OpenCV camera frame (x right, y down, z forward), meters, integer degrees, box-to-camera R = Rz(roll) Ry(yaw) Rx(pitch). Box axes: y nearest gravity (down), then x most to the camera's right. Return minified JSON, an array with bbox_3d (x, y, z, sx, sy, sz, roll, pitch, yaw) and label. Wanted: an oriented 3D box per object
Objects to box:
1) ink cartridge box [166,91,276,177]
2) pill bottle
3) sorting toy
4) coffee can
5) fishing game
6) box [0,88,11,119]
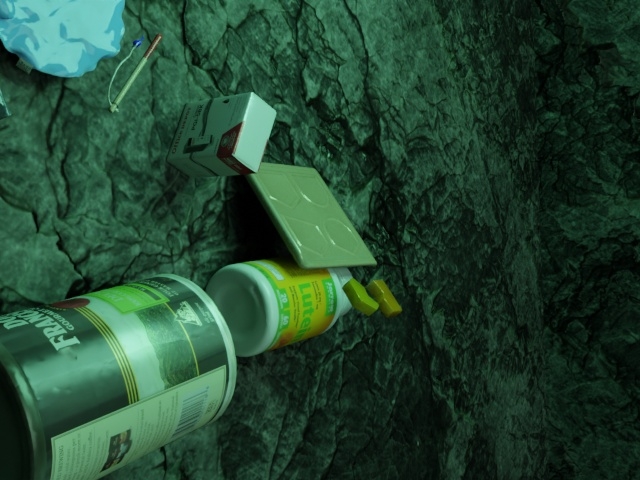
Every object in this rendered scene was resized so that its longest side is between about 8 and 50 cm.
[{"bbox_3d":[-0.139,-0.144,1.035,0.056,0.135,0.099,34,64,-46],"label":"ink cartridge box"},{"bbox_3d":[-0.052,0.092,1.163,0.246,0.137,0.136,-8,98,-54],"label":"pill bottle"},{"bbox_3d":[0.000,0.000,1.183,0.229,0.041,0.307,4,49,-56],"label":"sorting toy"},{"bbox_3d":[-0.259,0.160,0.825,0.275,0.202,0.201,-15,103,-54],"label":"coffee can"},{"bbox_3d":[-0.313,-0.278,0.872,0.264,0.041,0.189,43,57,-36],"label":"fishing game"},{"bbox_3d":[-0.479,-0.155,0.497,0.395,0.212,0.293,-37,120,-46],"label":"box"}]
